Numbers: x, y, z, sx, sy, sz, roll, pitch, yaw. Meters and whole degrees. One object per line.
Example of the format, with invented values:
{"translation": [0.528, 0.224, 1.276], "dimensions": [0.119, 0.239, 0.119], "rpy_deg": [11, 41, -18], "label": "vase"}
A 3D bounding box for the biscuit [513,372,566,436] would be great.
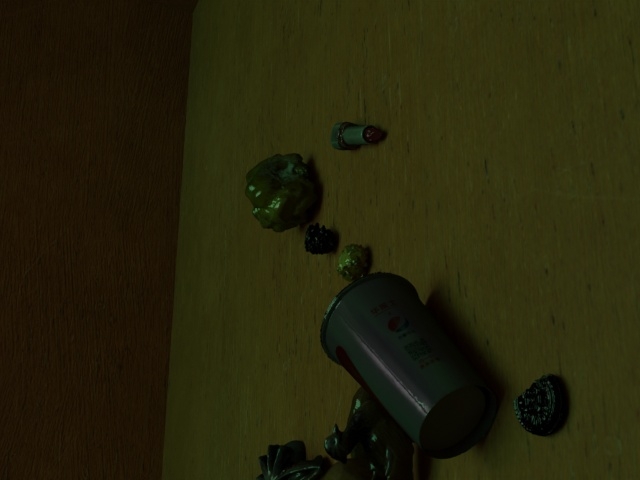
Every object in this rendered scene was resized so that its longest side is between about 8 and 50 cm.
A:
{"translation": [0.295, 0.220, 0.999], "dimensions": [0.089, 0.027, 0.087], "rpy_deg": [-177, 94, -68], "label": "biscuit"}

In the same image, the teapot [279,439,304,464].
{"translation": [-0.077, 0.515, 1.779], "dimensions": [0.088, 0.057, 0.066], "rpy_deg": [132, 141, -54], "label": "teapot"}

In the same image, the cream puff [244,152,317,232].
{"translation": [-0.109, -0.112, 1.929], "dimensions": [0.221, 0.194, 0.195], "rpy_deg": [-104, 30, -51], "label": "cream puff"}

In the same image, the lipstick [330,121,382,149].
{"translation": [0.084, -0.234, 1.640], "dimensions": [0.186, 0.057, 0.063], "rpy_deg": [-168, 87, -65], "label": "lipstick"}

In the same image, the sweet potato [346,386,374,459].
{"translation": [0.079, 0.371, 1.445], "dimensions": [0.068, 0.060, 0.206], "rpy_deg": [-36, -52, -73], "label": "sweet potato"}

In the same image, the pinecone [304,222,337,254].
{"translation": [0.000, 0.000, 1.751], "dimensions": [0.083, 0.077, 0.077], "rpy_deg": [22, 105, 35], "label": "pinecone"}

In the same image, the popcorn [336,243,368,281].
{"translation": [0.070, 0.047, 1.575], "dimensions": [0.083, 0.057, 0.082], "rpy_deg": [177, 107, -71], "label": "popcorn"}

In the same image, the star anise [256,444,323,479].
{"translation": [-0.070, 0.570, 1.689], "dimensions": [0.198, 0.110, 0.258], "rpy_deg": [30, 118, 49], "label": "star anise"}

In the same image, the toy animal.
{"translation": [0.104, 0.361, 1.245], "dimensions": [0.188, 0.179, 0.089], "rpy_deg": [69, 157, 1], "label": "toy animal"}

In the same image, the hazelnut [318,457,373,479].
{"translation": [0.066, 0.476, 1.317], "dimensions": [0.182, 0.182, 0.182], "rpy_deg": [-172, 90, -68], "label": "hazelnut"}

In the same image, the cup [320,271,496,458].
{"translation": [0.144, 0.204, 1.193], "dimensions": [0.288, 0.203, 0.203], "rpy_deg": [47, 126, 55], "label": "cup"}
